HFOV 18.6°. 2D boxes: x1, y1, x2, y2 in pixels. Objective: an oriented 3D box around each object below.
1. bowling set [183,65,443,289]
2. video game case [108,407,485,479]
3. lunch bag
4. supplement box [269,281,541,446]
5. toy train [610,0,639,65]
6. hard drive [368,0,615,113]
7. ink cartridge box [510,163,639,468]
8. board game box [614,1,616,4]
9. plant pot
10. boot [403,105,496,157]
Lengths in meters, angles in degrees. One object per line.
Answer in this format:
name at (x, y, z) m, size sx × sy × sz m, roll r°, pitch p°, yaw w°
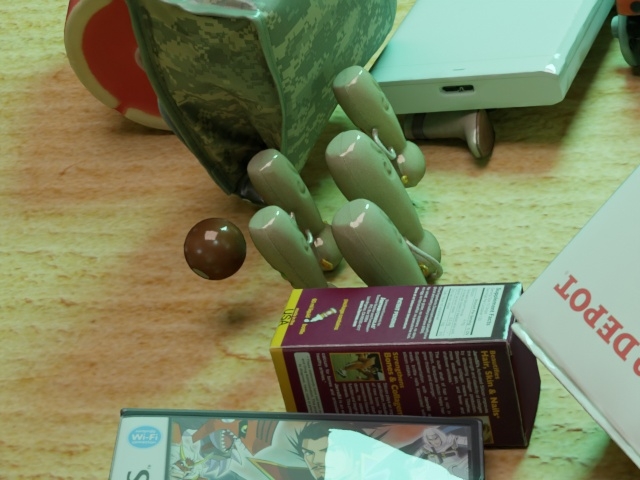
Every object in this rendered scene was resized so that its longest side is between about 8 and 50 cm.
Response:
bowling set at (0.000, 0.000, 1.679) m, size 0.200 × 0.154 × 0.287 m, roll -25°, pitch 31°, yaw 19°
video game case at (-0.020, 0.213, 1.376) m, size 0.275 × 0.035 × 0.248 m, roll 1°, pitch 36°, yaw 2°
lunch bag at (-0.044, -0.198, 1.790) m, size 0.169 × 0.287 × 0.235 m, roll 16°, pitch 58°, yaw 23°
supplement box at (0.067, 0.097, 1.507) m, size 0.188 × 0.104 × 0.081 m, roll -2°, pitch 34°, yaw 17°
toy train at (0.368, -0.302, 1.911) m, size 0.142 × 0.190 × 0.334 m, roll 3°, pitch 37°, yaw 26°
hard drive at (0.183, -0.222, 1.931) m, size 0.203 × 0.040 × 0.307 m, roll -2°, pitch 34°, yaw 27°
ink cartridge box at (0.358, 0.008, 1.317) m, size 0.395 × 0.166 × 0.285 m, roll -48°, pitch 34°, yaw 7°
board game box at (0.230, -0.246, 2.021) m, size 0.124 × 0.039 × 0.259 m, roll 17°, pitch 47°, yaw 40°
plant pot at (-0.134, -0.261, 2.006) m, size 0.275 × 0.275 × 0.243 m, roll -1°, pitch 45°, yaw 21°
boot at (0.121, -0.110, 1.862) m, size 0.087 × 0.042 × 0.118 m, roll -9°, pitch 32°, yaw 20°
